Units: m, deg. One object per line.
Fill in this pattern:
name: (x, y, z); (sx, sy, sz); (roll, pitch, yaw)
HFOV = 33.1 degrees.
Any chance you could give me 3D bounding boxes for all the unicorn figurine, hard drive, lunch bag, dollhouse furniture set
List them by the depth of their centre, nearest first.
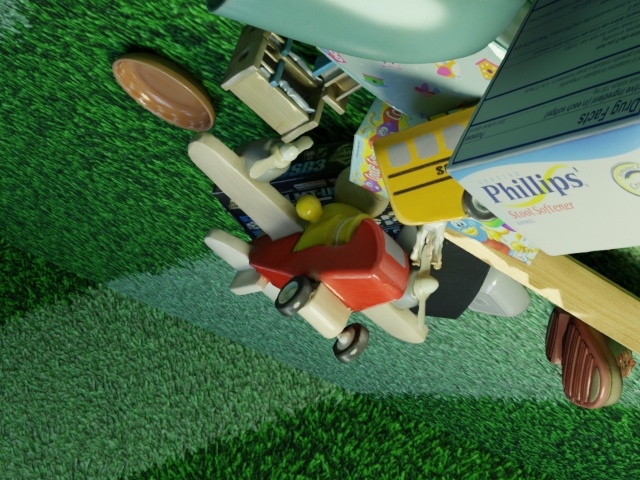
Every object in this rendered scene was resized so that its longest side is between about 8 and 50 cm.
lunch bag: (0.113, -0.254, 1.220); (0.224, 0.108, 0.279); (37, 160, -19)
unicorn figurine: (0.147, -0.023, 1.360); (0.060, 0.111, 0.162); (15, 174, -11)
dollhouse furniture set: (-0.013, -0.248, 1.442); (0.183, 0.129, 0.129); (-25, 127, 38)
hard drive: (0.198, 0.053, 1.821); (0.172, 0.054, 0.255); (7, 146, -7)

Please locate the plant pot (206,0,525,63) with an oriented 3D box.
plant pot: (0.066, -0.290, 0.940); (0.235, 0.293, 0.293); (21, 165, -18)

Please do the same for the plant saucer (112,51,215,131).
plant saucer: (-0.265, -0.262, 1.861); (0.200, 0.037, 0.200); (27, 162, 9)

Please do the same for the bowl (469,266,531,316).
bowl: (0.298, 0.090, 1.951); (0.142, 0.053, 0.142); (9, 154, 43)

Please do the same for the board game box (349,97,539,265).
board game box: (0.194, -0.107, 1.432); (0.275, 0.144, 0.142); (25, 160, 8)

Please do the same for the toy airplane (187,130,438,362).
toy airplane: (0.000, 0.000, 1.624); (0.384, 0.272, 0.386); (34, 171, 20)

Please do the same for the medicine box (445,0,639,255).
medicine box: (0.289, -0.151, 0.942); (0.149, 0.289, 0.263); (35, 161, -19)

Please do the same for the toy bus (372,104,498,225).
toy bus: (0.238, -0.104, 1.229); (0.332, 0.130, 0.108); (-18, 179, 10)

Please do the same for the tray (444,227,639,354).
tray: (0.333, 0.038, 1.620); (0.411, 0.076, 0.203); (32, -174, -6)

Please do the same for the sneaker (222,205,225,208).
sneaker: (-0.078, -0.080, 1.970); (0.129, 0.111, 0.297); (33, 162, -28)

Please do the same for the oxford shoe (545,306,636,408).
oxford shoe: (0.460, 0.186, 1.761); (0.130, 0.123, 0.348); (9, -166, 0)

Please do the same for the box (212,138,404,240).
box: (0.015, -0.046, 1.811); (0.295, 0.073, 0.293); (-10, 143, 25)
